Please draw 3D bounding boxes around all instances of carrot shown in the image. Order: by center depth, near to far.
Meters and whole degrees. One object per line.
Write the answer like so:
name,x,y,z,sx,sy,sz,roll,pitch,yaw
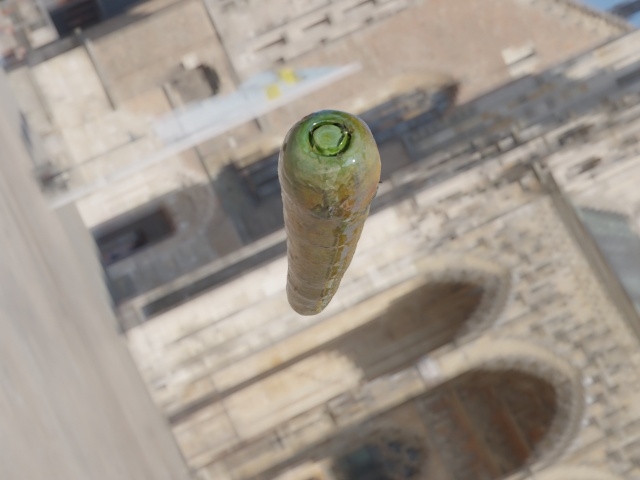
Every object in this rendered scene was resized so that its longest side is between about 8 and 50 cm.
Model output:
carrot,0.000,0.000,1.138,0.078,0.078,0.298,61,-17,24
